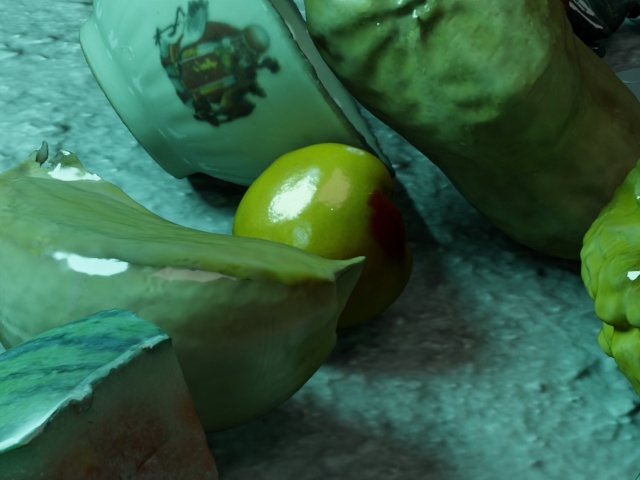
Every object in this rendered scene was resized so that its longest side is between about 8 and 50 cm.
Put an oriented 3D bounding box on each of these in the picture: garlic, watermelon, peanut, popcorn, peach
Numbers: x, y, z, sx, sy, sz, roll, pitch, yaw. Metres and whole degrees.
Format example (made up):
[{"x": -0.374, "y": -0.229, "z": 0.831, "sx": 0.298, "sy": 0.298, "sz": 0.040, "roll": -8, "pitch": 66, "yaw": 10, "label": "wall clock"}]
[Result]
[{"x": -0.145, "y": 0.028, "z": 1.092, "sx": 0.338, "sy": 0.151, "sz": 0.196, "roll": 20, "pitch": 37, "yaw": 35, "label": "garlic"}, {"x": -0.121, "y": 0.158, "z": 0.872, "sx": 0.293, "sy": 0.283, "sz": 0.250, "roll": 30, "pitch": 46, "yaw": -19, "label": "watermelon"}, {"x": 0.142, "y": -0.123, "z": 1.251, "sx": 0.387, "sy": 0.169, "sz": 0.192, "roll": 41, "pitch": -5, "yaw": -29, "label": "peanut"}, {"x": 0.305, "y": 0.027, "z": 1.165, "sx": 0.250, "sy": 0.190, "sz": 0.250, "roll": 1, "pitch": 34, "yaw": -1, "label": "popcorn"}, {"x": 0.000, "y": 0.000, "z": 1.166, "sx": 0.138, "sy": 0.138, "sz": 0.138, "roll": 8, "pitch": 35, "yaw": -6, "label": "peach"}]

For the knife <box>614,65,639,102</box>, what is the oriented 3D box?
[{"x": 0.404, "y": -0.177, "z": 1.629, "sx": 0.331, "sy": 0.044, "sz": 0.080, "roll": -21, "pitch": 56, "yaw": -29, "label": "knife"}]

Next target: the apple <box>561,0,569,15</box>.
[{"x": 0.131, "y": -0.213, "z": 1.437, "sx": 0.173, "sy": 0.210, "sz": 0.235, "roll": 42, "pitch": 20, "yaw": 2, "label": "apple"}]

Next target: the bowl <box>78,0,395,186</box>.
[{"x": -0.092, "y": -0.152, "z": 1.291, "sx": 0.157, "sy": 0.337, "sz": 0.337, "roll": -32, "pitch": 40, "yaw": 7, "label": "bowl"}]

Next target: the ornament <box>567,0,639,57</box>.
[{"x": 0.293, "y": -0.281, "z": 1.703, "sx": 0.236, "sy": 0.080, "sz": 0.202, "roll": -25, "pitch": 52, "yaw": -37, "label": "ornament"}]

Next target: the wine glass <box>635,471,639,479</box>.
[{"x": 0.391, "y": 0.223, "z": 0.878, "sx": 0.406, "sy": 0.267, "sz": 0.267, "roll": 5, "pitch": 35, "yaw": -17, "label": "wine glass"}]
